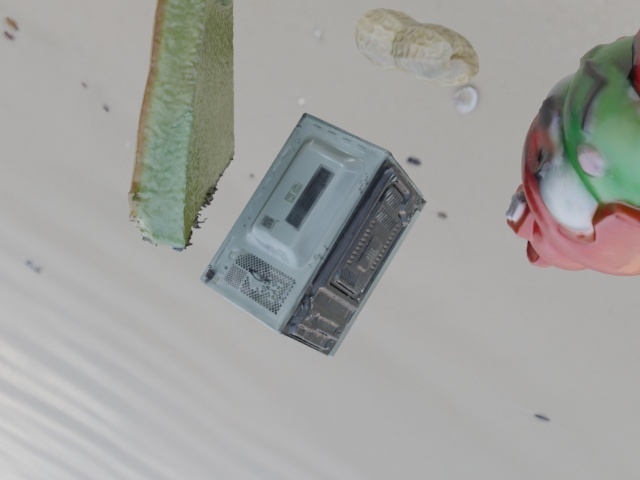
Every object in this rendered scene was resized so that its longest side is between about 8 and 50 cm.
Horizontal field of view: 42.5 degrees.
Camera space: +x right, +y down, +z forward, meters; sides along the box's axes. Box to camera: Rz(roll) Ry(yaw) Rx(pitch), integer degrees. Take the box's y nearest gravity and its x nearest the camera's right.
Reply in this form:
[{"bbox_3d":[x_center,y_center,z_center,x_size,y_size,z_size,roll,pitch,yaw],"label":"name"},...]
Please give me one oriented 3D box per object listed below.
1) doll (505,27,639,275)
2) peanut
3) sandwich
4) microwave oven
[{"bbox_3d":[0.249,-0.067,0.643,0.160,0.183,0.363,12,152,-10],"label":"doll"},{"bbox_3d":[0.194,-0.384,1.651,0.298,0.136,0.120,32,115,40],"label":"peanut"},{"bbox_3d":[-0.128,-0.139,0.762,0.063,0.245,0.212,3,116,2],"label":"sandwich"},{"bbox_3d":[0.000,0.000,0.869,0.122,0.208,0.162,29,176,28],"label":"microwave oven"}]
